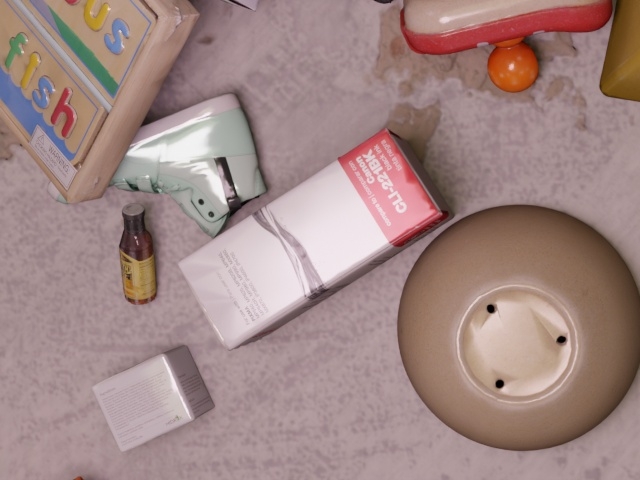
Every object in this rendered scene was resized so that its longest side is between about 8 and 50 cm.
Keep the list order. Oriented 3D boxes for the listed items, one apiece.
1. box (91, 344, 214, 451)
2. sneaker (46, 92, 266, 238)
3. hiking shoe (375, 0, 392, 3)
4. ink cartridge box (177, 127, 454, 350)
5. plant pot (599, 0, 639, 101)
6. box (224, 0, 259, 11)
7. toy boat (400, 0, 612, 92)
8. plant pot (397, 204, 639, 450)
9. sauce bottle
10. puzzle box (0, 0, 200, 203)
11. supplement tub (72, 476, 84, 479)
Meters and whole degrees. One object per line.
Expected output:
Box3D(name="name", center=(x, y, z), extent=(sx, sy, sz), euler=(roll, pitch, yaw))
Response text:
Box3D(name="box", center=(-0.196, 0.185, 1.511), extent=(0.102, 0.101, 0.087), euler=(-24, 87, 9))
Box3D(name="sneaker", center=(-0.190, -0.058, 1.508), extent=(0.256, 0.094, 0.151), euler=(-22, 91, 10))
Box3D(name="hiking shoe", center=(0.032, -0.377, 1.464), extent=(0.114, 0.086, 0.227), euler=(-39, 85, 12))
Box3D(name="ink cartridge box", center=(0.000, 0.000, 1.426), extent=(0.273, 0.197, 0.114), euler=(-33, 85, 8))
Box3D(name="plant pot", center=(0.424, -0.247, 1.354), extent=(0.212, 0.187, 0.212), euler=(11, 93, 9))
Box3D(name="box", center=(-0.164, -0.410, 1.438), extent=(0.262, 0.127, 0.231), euler=(23, 96, 27))
Box3D(name="toy boat", center=(0.210, -0.236, 1.430), extent=(0.231, 0.151, 0.151), euler=(-11, 120, 10))
Box3D(name="plant pot", center=(0.216, 0.102, 1.398), extent=(0.284, 0.191, 0.284), euler=(0, 91, 9))
Box3D(name="sauce bottle", center=(-0.217, 0.015, 1.512), extent=(0.042, 0.042, 0.128), euler=(5, 123, 9))
Box3D(name="puzzle box", center=(-0.324, -0.275, 1.434), extent=(0.409, 0.052, 0.272), euler=(48, 125, 21))
Box3D(name="supplement tub", center=(-0.247, 0.444, 1.483), extent=(0.194, 0.193, 0.316), euler=(-38, 85, 8))
